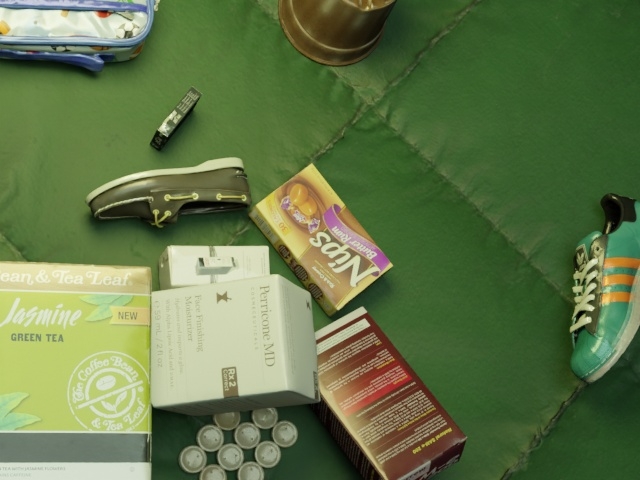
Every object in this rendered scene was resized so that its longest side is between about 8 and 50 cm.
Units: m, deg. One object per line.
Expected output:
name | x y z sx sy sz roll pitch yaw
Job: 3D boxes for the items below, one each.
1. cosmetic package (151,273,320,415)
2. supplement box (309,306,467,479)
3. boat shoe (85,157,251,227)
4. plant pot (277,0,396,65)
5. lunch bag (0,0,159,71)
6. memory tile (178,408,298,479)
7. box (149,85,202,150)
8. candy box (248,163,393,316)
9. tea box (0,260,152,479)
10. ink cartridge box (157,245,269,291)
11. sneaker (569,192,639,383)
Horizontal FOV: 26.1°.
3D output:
cosmetic package | -0.111 0.139 1.773 0.184 0.151 0.151 -9 76 15
supplement box | 0.070 0.218 1.839 0.130 0.073 0.239 -27 61 -20
boat shoe | -0.202 -0.057 1.870 0.228 0.081 0.068 -13 76 -22
plant pot | 0.038 -0.356 1.974 0.167 0.165 0.167 4 75 -15
lunch bag | -0.368 -0.356 1.885 0.303 0.115 0.243 0 78 -15
memory tile | -0.110 0.276 1.848 0.113 0.012 0.148 42 69 -3
box | -0.200 -0.168 1.907 0.018 0.067 0.083 38 70 -4
candy box | 0.000 0.000 1.931 0.109 0.053 0.186 -37 87 -21
tea box | -0.382 0.200 1.676 0.329 0.220 0.323 2 75 -16
ink cartridge box | -0.144 0.044 1.852 0.135 0.099 0.056 0 77 -15
sneaker | 0.409 0.065 2.011 0.121 0.108 0.302 31 62 -6
